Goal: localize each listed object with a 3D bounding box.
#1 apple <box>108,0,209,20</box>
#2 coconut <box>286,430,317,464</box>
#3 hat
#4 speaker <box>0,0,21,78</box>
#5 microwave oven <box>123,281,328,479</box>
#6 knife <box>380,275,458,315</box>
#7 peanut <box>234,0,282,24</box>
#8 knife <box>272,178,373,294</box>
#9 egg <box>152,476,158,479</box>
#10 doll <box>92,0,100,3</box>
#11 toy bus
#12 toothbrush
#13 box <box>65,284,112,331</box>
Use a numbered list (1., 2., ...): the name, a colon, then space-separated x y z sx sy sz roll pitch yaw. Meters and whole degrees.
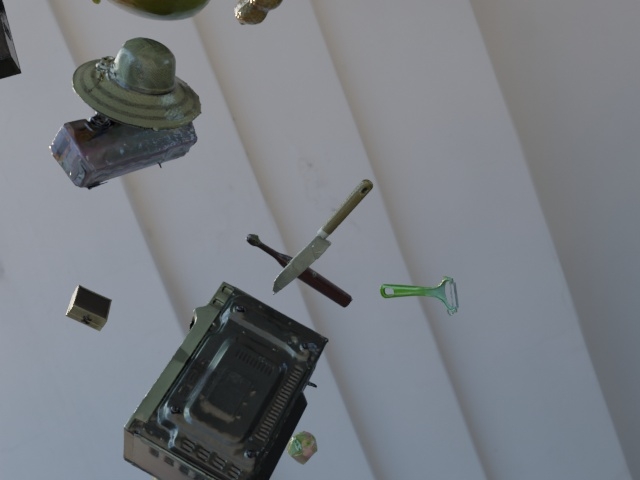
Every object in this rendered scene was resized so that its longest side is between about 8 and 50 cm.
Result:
1. apple: -0.326 -0.611 1.487 0.339 0.305 0.338 -59 6 11
2. coconut: -0.049 0.556 2.003 0.082 0.081 0.083 -43 29 -15
3. hat: -0.331 -0.319 1.390 0.252 0.252 0.110 -29 -30 -49
4. speaker: -0.448 -0.300 0.937 0.082 0.218 0.044 -18 -18 -9
5. microwave oven: -0.175 0.302 1.434 0.355 0.286 0.218 -58 -6 -35
6. knife: 0.190 0.103 1.434 0.166 0.078 0.022 0 12 37
7. peanut: -0.163 -0.619 1.928 0.089 0.089 0.192 -27 3 -42
8. knife: 0.001 0.002 1.388 0.298 0.047 0.017 -48 43 17
9. egg: -0.282 0.516 1.658 0.186 0.186 0.242 -23 -11 -15
10. doll: -0.570 -0.685 1.838 0.145 0.200 0.363 3 24 6
11. toy bus: -0.412 -0.218 1.609 0.317 0.138 0.112 -26 -9 -43
12. toothbrush: -0.048 0.074 1.808 0.041 0.364 0.041 -28 44 31
13. box: -0.485 0.142 1.555 0.035 0.079 0.083 -52 24 20
